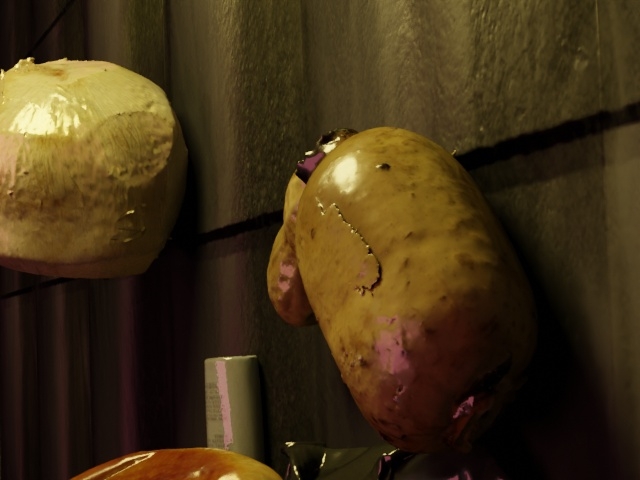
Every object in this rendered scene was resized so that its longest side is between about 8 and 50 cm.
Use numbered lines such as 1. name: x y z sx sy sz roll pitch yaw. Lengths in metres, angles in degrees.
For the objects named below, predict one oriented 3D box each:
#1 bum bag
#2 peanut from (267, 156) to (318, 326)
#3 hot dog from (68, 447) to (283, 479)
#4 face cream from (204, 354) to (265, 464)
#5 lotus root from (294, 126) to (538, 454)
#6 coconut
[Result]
1. bum bag: 0.038 0.206 0.976 0.326 0.079 0.142 -24 51 47
2. peanut: 0.000 0.001 1.129 0.089 0.089 0.193 -113 27 -42
3. hot dog: -0.204 0.345 1.235 0.185 0.405 0.223 67 172 -19
4. face cream: -0.091 0.226 1.378 0.084 0.057 0.198 -11 82 58
5. lotus root: 0.060 0.024 0.912 0.160 0.146 0.284 -52 47 27
6. coconut: -0.311 -0.102 1.611 0.297 0.297 0.255 -146 59 -63
